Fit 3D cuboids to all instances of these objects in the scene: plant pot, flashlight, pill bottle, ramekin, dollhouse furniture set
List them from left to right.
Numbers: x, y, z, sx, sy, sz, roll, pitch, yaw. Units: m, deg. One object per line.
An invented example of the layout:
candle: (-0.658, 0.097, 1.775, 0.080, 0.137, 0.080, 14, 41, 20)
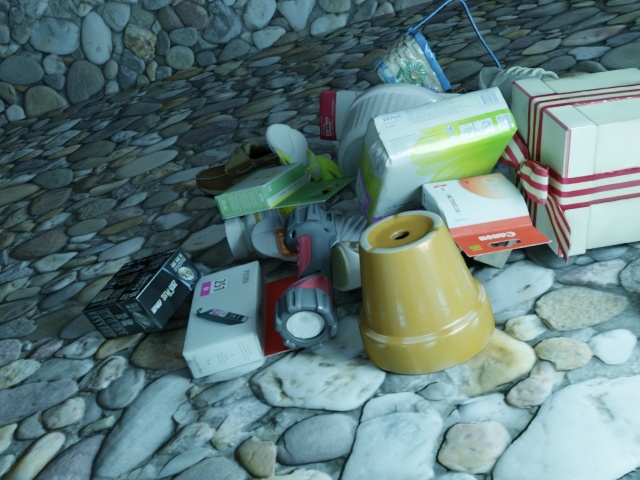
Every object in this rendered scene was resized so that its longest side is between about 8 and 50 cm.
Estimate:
pill bottle: (-0.083, -0.029, 1.681, 0.208, 0.117, 0.117, -16, 24, 2)
flashlight: (-0.028, 0.052, 1.405, 0.103, 0.103, 0.304, -52, 23, 27)
ramekin: (0.160, -0.169, 1.654, 0.273, 0.273, 0.127, -4, 40, 28)
plant pot: (0.143, 0.065, 1.244, 0.205, 0.188, 0.205, -14, 25, 7)
dollhouse furniture set: (0.240, -0.054, 1.439, 0.161, 0.101, 0.182, 19, 18, -18)

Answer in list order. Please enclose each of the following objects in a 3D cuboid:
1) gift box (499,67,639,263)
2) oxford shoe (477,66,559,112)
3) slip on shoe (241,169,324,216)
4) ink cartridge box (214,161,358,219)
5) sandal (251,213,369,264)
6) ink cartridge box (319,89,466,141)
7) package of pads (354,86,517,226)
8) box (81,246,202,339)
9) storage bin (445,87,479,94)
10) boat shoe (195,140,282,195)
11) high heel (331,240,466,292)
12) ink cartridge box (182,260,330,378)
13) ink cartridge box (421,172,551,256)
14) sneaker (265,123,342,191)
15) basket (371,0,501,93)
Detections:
gift box: (0.442, -0.112, 1.354, 0.258, 0.276, 0.255, -8, 25, -7)
oxford shoe: (0.478, -0.333, 1.871, 0.169, 0.130, 0.449, 8, 25, -11)
slip on shoe: (-0.108, -0.090, 1.864, 0.331, 0.101, 0.123, -4, 51, 54)
ink cartridge box: (-0.065, -0.108, 1.614, 0.235, 0.056, 0.171, -10, 16, 29)
sandal: (0.001, 0.008, 1.584, 0.265, 0.076, 0.102, -2, 51, 3)
ink cartridge box: (0.174, -0.294, 1.972, 0.226, 0.131, 0.306, -7, 15, -37)
package of pads: (0.178, -0.133, 1.404, 0.229, 0.101, 0.296, -15, -19, -9)
box: (-0.336, 0.101, 1.559, 0.180, 0.077, 0.147, -15, 29, 40)
storage bin: (0.340, -0.320, 2.046, 0.091, 0.098, 0.135, -42, 32, -23)
boat shoe: (-0.168, -0.194, 2.079, 0.324, 0.120, 0.122, -6, 27, 23)
high heel: (0.125, 0.047, 1.476, 0.186, 0.093, 0.261, 2, -5, -29)
ink cartridge box: (-0.111, 0.118, 1.464, 0.239, 0.060, 0.275, -17, 24, 5)
ink cartridge box: (0.258, -0.045, 1.304, 0.145, 0.045, 0.179, -9, 29, -15)
sneaker: (-0.063, -0.168, 1.872, 0.126, 0.240, 0.091, -20, 47, 39)
basket: (0.304, -0.459, 2.175, 0.289, 0.255, 0.201, -36, 23, 5)
